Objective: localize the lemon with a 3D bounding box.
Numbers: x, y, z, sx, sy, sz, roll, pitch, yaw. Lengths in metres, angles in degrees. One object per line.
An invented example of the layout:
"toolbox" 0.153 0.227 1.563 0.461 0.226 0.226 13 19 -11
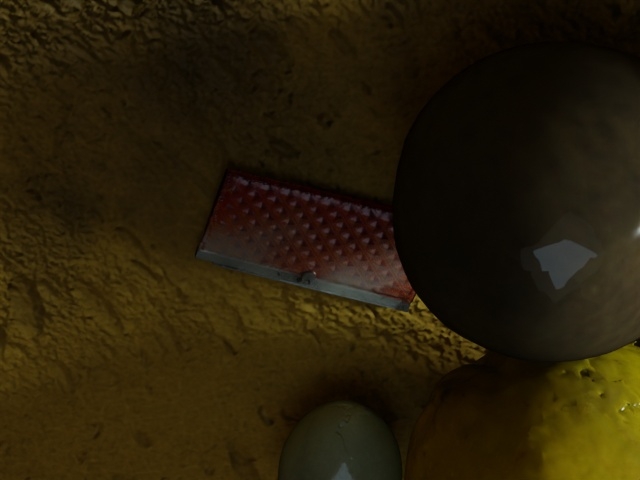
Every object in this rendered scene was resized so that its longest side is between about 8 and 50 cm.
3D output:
"lemon" 0.215 0.215 1.276 0.297 0.297 0.297 -1 127 -1

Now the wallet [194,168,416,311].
"wallet" 0.000 0.000 1.328 0.196 0.020 0.103 14 126 -12

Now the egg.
"egg" 0.018 0.212 1.429 0.114 0.114 0.152 5 125 -5

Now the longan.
"longan" 0.182 -0.029 1.168 0.258 0.258 0.258 -1 127 -1
